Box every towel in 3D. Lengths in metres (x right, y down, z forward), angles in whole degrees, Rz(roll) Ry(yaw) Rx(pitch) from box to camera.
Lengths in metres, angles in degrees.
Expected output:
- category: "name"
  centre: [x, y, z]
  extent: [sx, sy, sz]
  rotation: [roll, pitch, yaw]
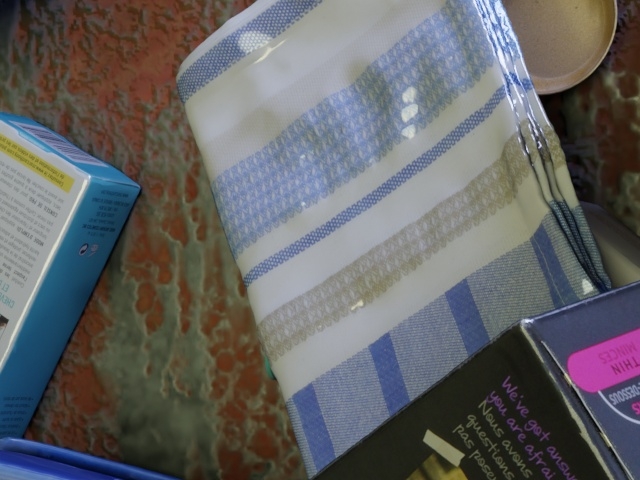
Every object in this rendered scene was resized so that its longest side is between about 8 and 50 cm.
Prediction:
- category: "towel"
  centre: [0.028, -0.034, 1.046]
  extent: [0.209, 0.034, 0.285]
  rotation: [-35, 58, 28]

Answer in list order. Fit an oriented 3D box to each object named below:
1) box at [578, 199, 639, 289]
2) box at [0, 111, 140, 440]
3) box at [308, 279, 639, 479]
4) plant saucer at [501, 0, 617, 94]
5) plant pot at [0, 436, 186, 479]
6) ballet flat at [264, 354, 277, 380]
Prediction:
- category: "box"
  centre: [0.135, 0.045, 1.028]
  extent: [0.101, 0.087, 0.102]
  rotation: [42, 104, 24]
- category: "box"
  centre: [-0.210, 0.050, 1.219]
  extent: [0.100, 0.060, 0.244]
  rotation: [31, 100, 26]
- category: "box"
  centre: [0.094, 0.136, 0.896]
  extent: [0.270, 0.165, 0.143]
  rotation: [-42, 72, 43]
- category: "plant saucer"
  centre: [0.124, -0.120, 1.087]
  extent: [0.083, 0.015, 0.083]
  rotation: [-2, 85, 26]
- category: "plant pot"
  centre: [-0.158, 0.228, 1.093]
  extent: [0.236, 0.212, 0.236]
  rotation: [10, 91, 27]
- category: "ballet flat"
  centre: [0.000, 0.000, 1.121]
  extent: [0.052, 0.057, 0.168]
  rotation: [2, 87, 17]
